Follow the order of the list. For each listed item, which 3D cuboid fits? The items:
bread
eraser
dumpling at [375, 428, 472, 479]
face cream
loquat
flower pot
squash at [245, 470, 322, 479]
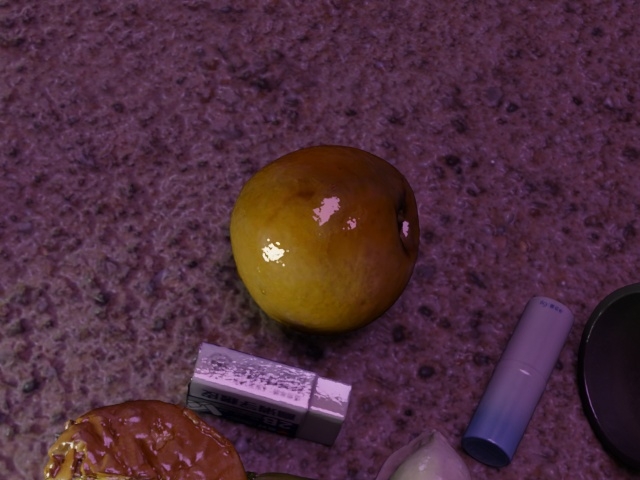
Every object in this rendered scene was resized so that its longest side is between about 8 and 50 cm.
[{"bbox_3d":[-0.216,0.291,1.704,0.261,0.160,0.147,4,53,-2],"label":"bread"},{"bbox_3d":[-0.071,0.209,1.786,0.210,0.124,0.068,15,61,-1],"label":"eraser"},{"bbox_3d":[0.130,0.343,1.770,0.155,0.181,0.111,-28,106,8],"label":"dumpling"},{"bbox_3d":[0.281,0.198,1.882,0.077,0.077,0.250,29,60,6],"label":"face cream"},{"bbox_3d":[0.000,0.000,1.849,0.275,0.275,0.274,4,61,-8],"label":"loquat"},{"bbox_3d":[0.507,0.188,1.858,0.166,0.269,0.269,0,59,-36],"label":"flower pot"},{"bbox_3d":[-0.023,0.339,1.768,0.184,0.052,0.052,9,61,-4],"label":"squash"}]
